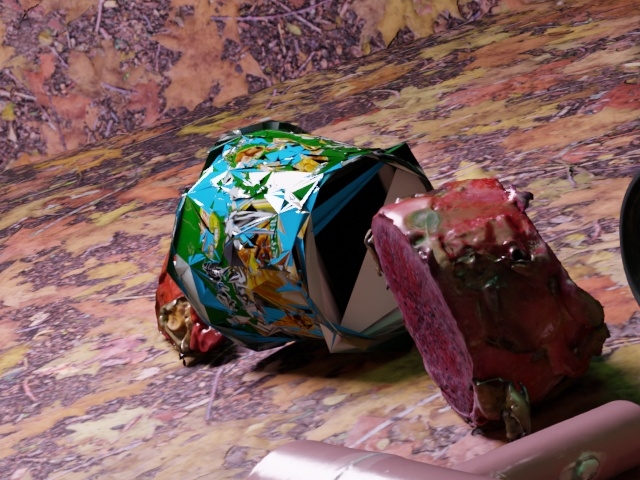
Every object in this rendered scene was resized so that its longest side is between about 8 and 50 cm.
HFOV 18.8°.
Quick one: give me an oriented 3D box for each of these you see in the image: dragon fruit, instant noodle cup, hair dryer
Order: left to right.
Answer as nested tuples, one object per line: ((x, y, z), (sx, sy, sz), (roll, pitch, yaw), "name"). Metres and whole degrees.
((-0.123, 0.086, 2.039), (0.092, 0.122, 0.192), (-54, 16, 9), "dragon fruit")
((0.000, 0.000, 1.869), (0.240, 0.240, 0.178), (-25, 19, -32), "instant noodle cup")
((0.153, 0.052, 1.619), (0.147, 0.211, 0.282), (-25, 43, -11), "dragon fruit")
((0.134, 0.177, 1.347), (0.352, 0.125, 0.210), (-19, 15, -38), "hair dryer")

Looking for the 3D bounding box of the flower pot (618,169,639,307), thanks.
((0.347, 0.000, 1.694), (0.107, 0.157, 0.157), (-11, 12, -26), "flower pot")
